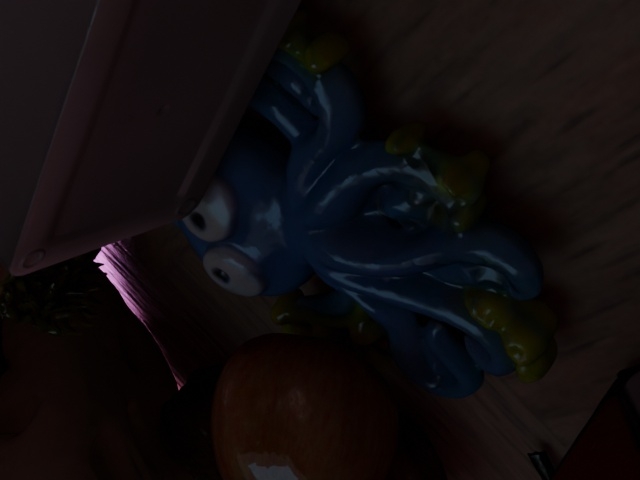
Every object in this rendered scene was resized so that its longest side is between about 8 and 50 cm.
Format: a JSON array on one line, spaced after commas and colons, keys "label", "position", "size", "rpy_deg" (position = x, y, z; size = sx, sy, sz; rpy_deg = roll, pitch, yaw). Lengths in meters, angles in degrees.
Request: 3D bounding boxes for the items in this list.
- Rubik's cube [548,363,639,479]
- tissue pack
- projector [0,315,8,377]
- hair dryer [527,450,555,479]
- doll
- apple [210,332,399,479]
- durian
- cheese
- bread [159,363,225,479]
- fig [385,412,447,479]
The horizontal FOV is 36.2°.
[{"label": "Rubik's cube", "position": [0.272, 0.239, 0.481], "size": [0.310, 0.305, 0.307], "rpy_deg": [45, 148, -2]}, {"label": "tissue pack", "position": [-0.129, -0.119, 0.574], "size": [0.136, 0.159, 0.246], "rpy_deg": [50, 133, 18]}, {"label": "projector", "position": [-0.472, 0.169, 0.926], "size": [0.242, 0.405, 0.395], "rpy_deg": [-25, 92, 11]}, {"label": "hair dryer", "position": [0.243, 0.268, 0.770], "size": [0.196, 0.078, 0.248], "rpy_deg": [-17, 108, 52]}, {"label": "doll", "position": [0.000, 0.000, 0.697], "size": [0.341, 0.099, 0.346], "rpy_deg": [11, 138, 42]}, {"label": "apple", "position": [-0.013, 0.143, 0.741], "size": [0.146, 0.131, 0.146], "rpy_deg": [14, 160, 5]}, {"label": "durian", "position": [-0.333, -0.023, 0.954], "size": [0.352, 0.169, 0.158], "rpy_deg": [38, 145, 25]}, {"label": "cheese", "position": [-0.212, 0.232, 1.018], "size": [0.130, 0.351, 0.328], "rpy_deg": [-23, 129, 8]}, {"label": "bread", "position": [-0.011, 0.311, 1.044], "size": [0.165, 0.113, 0.416], "rpy_deg": [0, 126, 46]}, {"label": "fig", "position": [0.037, 0.205, 0.868], "size": [0.148, 0.202, 0.149], "rpy_deg": [-6, 137, 5]}]
